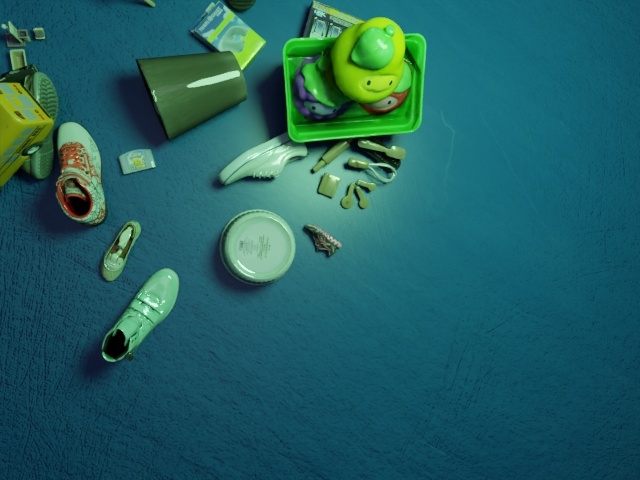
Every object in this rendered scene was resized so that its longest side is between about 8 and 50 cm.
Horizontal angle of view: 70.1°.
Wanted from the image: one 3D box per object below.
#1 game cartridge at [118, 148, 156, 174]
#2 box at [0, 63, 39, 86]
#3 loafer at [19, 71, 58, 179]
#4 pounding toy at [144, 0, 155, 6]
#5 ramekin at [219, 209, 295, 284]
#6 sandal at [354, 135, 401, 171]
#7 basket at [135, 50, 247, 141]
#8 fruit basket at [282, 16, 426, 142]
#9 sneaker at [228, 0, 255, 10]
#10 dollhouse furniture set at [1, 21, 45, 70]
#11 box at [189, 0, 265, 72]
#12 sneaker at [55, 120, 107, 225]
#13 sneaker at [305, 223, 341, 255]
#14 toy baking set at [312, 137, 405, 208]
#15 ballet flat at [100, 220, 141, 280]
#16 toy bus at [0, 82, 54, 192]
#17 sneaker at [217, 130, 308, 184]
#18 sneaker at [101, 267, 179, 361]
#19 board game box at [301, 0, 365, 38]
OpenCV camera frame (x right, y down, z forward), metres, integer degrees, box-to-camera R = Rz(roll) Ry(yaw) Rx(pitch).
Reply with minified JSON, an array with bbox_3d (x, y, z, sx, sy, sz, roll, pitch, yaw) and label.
[{"bbox_3d":[-0.477,-0.207,1.185,0.083,0.017,0.056,-17,90,-12],"label":"game cartridge"},{"bbox_3d":[-0.719,-0.380,1.102,0.083,0.052,0.062,-26,130,-11],"label":"box"},{"bbox_3d":[-0.691,-0.274,1.082,0.087,0.094,0.251,11,102,-4],"label":"loafer"},{"bbox_3d":[-0.426,-0.683,1.130,0.206,0.181,0.094,-34,87,-32],"label":"pounding toy"},{"bbox_3d":[-0.162,0.019,1.206,0.207,0.109,0.207,0,90,-12],"label":"ramekin"},{"bbox_3d":[0.159,-0.269,1.315,0.067,0.040,0.179,-43,110,16],"label":"sandal"},{"bbox_3d":[-0.315,-0.384,1.157,0.227,0.154,0.204,-23,112,-16],"label":"basket"},{"bbox_3d":[0.096,-0.387,1.113,0.392,0.392,0.283,-8,117,-12],"label":"fruit basket"},{"bbox_3d":[-0.179,-0.784,1.206,0.122,0.146,0.330,13,112,14],"label":"sneaker"},{"bbox_3d":[-0.718,-0.463,1.099,0.091,0.081,0.114,-9,92,-12],"label":"dollhouse furniture set"},{"bbox_3d":[-0.250,-0.550,1.224,0.178,0.042,0.109,38,82,-10],"label":"box"},{"bbox_3d":[-0.583,-0.168,1.095,0.090,0.145,0.270,-12,92,-12],"label":"sneaker"},{"bbox_3d":[0.000,0.000,1.278,0.119,0.047,0.057,36,94,-9],"label":"sneaker"},{"bbox_3d":[0.108,-0.206,1.294,0.256,0.030,0.197,-45,107,5],"label":"toy baking set"},{"bbox_3d":[-0.513,0.024,1.156,0.057,0.052,0.168,24,85,-11],"label":"ballet flat"},{"bbox_3d":[-0.737,-0.197,1.006,0.333,0.130,0.108,-36,100,20],"label":"toy bus"},{"bbox_3d":[-0.146,-0.206,1.218,0.258,0.094,0.091,-32,92,-12],"label":"sneaker"},{"bbox_3d":[-0.437,0.187,1.122,0.094,0.151,0.256,32,82,-9],"label":"sneaker"},{"bbox_3d":[0.034,-0.571,1.284,0.170,0.048,0.141,17,84,-12],"label":"board game box"}]
